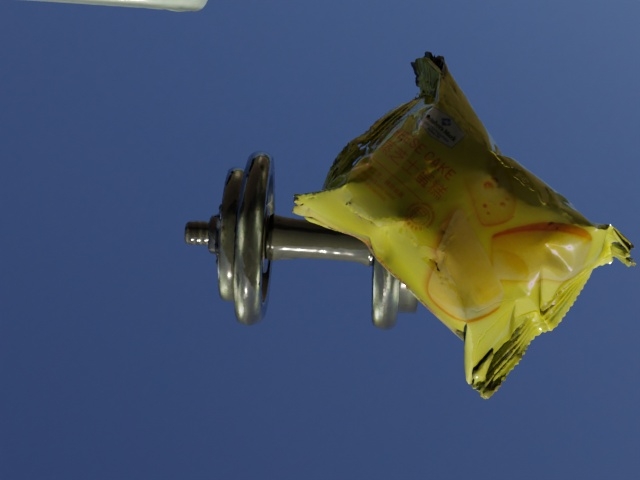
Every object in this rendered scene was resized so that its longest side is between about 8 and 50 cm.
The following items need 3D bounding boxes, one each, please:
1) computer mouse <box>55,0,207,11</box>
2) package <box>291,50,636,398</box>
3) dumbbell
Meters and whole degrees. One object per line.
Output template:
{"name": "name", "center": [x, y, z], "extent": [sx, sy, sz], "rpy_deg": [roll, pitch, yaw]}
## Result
{"name": "computer mouse", "center": [-0.184, -0.213, 1.128], "extent": [0.230, 0.079, 0.128], "rpy_deg": [0, -175, 0]}
{"name": "package", "center": [0.103, -0.014, 1.091], "extent": [0.226, 0.168, 0.090], "rpy_deg": [43, 174, 11]}
{"name": "dumbbell", "center": [0.000, 0.000, 1.580], "extent": [0.289, 0.192, 0.192], "rpy_deg": [3, -137, 1]}
